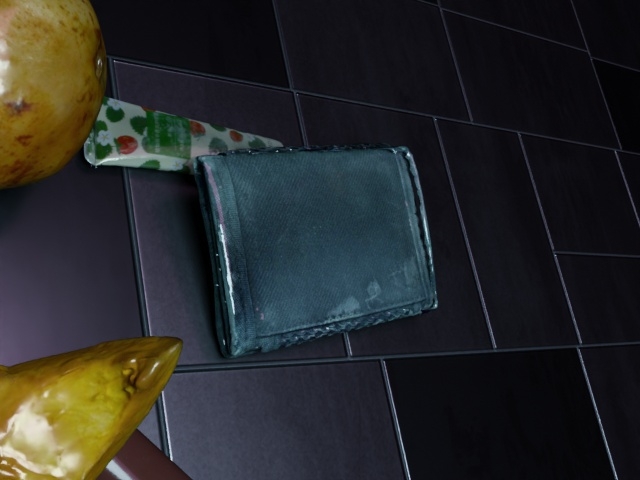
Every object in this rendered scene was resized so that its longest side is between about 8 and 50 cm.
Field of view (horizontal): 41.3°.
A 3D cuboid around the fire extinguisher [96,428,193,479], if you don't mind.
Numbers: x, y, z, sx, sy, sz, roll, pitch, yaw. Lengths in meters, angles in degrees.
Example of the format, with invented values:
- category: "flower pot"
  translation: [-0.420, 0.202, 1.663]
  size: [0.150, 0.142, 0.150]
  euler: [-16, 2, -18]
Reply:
- category: "fire extinguisher"
  translation: [-0.159, 0.248, 0.805]
  size: [0.269, 0.104, 0.105]
  euler: [46, 48, -10]

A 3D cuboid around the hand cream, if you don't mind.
- category: "hand cream"
  translation: [-0.149, -0.111, 1.025]
  size: [0.276, 0.059, 0.095]
  euler: [8, 64, -32]

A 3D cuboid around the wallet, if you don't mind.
- category: "wallet"
  translation: [0.000, 0.000, 1.057]
  size: [0.342, 0.075, 0.237]
  euler: [-9, 90, -41]

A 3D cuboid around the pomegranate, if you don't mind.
- category: "pomegranate"
  translation: [-0.320, -0.162, 0.803]
  size: [0.248, 0.248, 0.248]
  euler: [18, 59, -31]

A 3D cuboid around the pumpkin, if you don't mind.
- category: "pumpkin"
  translation: [-0.278, 0.182, 0.683]
  size: [0.290, 0.095, 0.258]
  euler: [11, 79, -5]
